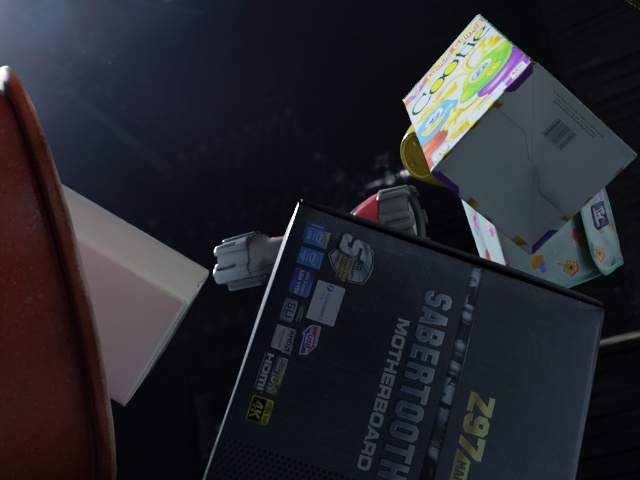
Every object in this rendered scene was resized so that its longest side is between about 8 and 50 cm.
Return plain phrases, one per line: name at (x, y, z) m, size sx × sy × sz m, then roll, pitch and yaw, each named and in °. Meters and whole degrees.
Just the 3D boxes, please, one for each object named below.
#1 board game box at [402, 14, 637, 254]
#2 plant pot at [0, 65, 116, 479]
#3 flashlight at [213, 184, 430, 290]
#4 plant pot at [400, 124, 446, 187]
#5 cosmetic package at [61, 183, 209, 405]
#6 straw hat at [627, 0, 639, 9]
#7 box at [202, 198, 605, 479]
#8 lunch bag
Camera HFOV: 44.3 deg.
board game box at (0.200, -0.129, 0.866) m, size 0.144 × 0.142 × 0.275 m, roll 37°, pitch -161°, yaw -15°
plant pot at (-0.285, 0.054, 0.443) m, size 0.272 × 0.265 × 0.272 m, roll 39°, pitch 135°, yaw 52°
flashlight at (0.000, 0.000, 1.136) m, size 0.103 × 0.304 × 0.103 m, roll 42°, pitch -140°, yaw -55°
plant pot at (0.168, -0.128, 1.097) m, size 0.095 × 0.134 × 0.134 m, roll -22°, pitch -85°, yaw -35°
cosmetic package at (-0.335, 0.022, 0.957) m, size 0.365 × 0.155 × 0.197 m, roll 32°, pitch -174°, yaw -3°
straw hat at (0.256, -0.229, 0.541) m, size 0.061 × 0.144 × 0.144 m, roll -47°, pitch -51°, yaw -21°
box at (0.037, 0.115, 0.417) m, size 0.059 × 0.183 × 0.233 m, roll 121°, pitch 168°, yaw -71°
lunch bag at (0.421, -0.024, 1.433) m, size 0.160 × 0.262 × 0.223 m, roll 170°, pitch 84°, yaw -77°
